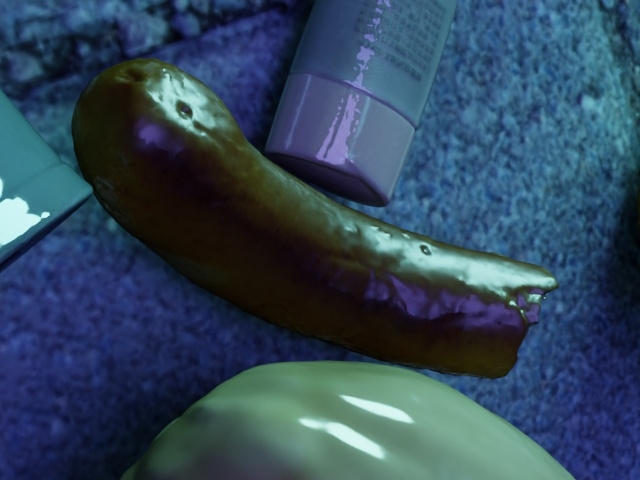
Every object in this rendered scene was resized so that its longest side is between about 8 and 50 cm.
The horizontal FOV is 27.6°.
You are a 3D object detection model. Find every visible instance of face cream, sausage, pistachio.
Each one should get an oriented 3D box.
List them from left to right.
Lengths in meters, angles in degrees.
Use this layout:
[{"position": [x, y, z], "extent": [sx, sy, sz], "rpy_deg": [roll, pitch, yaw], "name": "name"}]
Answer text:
[{"position": [-0.004, 0.002, 0.674], "extent": [0.302, 0.103, 0.076], "rpy_deg": [25, 42, -32], "name": "sausage"}, {"position": [0.034, -0.122, 0.726], "extent": [0.084, 0.057, 0.198], "rpy_deg": [26, 78, -28], "name": "face cream"}, {"position": [0.034, 0.164, 0.634], "extent": [0.318, 0.214, 0.193], "rpy_deg": [25, 119, -30], "name": "pistachio"}]

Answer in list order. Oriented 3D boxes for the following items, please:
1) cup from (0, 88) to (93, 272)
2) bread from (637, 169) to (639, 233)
[{"position": [-0.295, -0.034, 0.394], "extent": [0.331, 0.257, 0.311], "rpy_deg": [-37, 97, 1], "name": "cup"}, {"position": [0.327, -0.042, 0.781], "extent": [0.172, 0.312, 0.312], "rpy_deg": [22, 78, -20], "name": "bread"}]
